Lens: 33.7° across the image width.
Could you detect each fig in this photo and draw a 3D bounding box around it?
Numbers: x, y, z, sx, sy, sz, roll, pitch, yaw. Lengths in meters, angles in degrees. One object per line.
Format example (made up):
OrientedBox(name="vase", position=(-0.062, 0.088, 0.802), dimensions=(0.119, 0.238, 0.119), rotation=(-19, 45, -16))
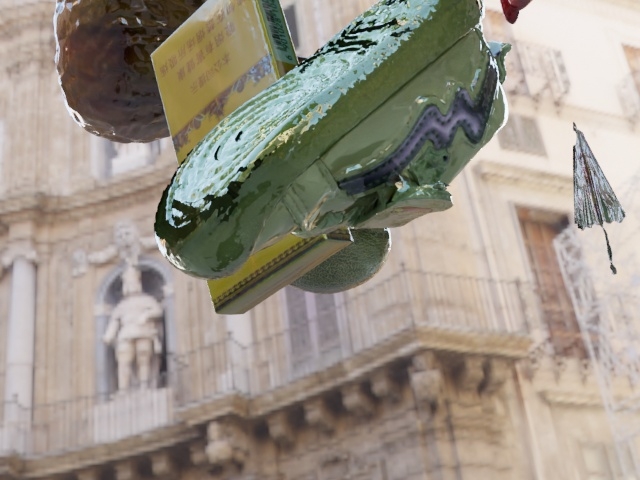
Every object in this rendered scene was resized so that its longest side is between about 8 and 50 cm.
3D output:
OrientedBox(name="fig", position=(-0.172, -0.258, 1.442), dimensions=(0.369, 0.286, 0.286), rotation=(9, -33, -3))

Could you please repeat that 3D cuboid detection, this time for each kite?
OrientedBox(name="kite", position=(0.461, -0.072, 1.777), dimensions=(0.013, 0.267, 0.323), rotation=(-14, -4, 0))

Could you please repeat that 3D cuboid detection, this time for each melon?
OrientedBox(name="melon", position=(0.000, 0.000, 1.340), dimensions=(0.192, 0.139, 0.139), rotation=(1, -32, -27))

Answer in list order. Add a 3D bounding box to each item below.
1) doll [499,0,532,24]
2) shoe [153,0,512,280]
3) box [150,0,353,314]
OrientedBox(name="doll", position=(0.268, -0.348, 1.166), dimensions=(0.188, 0.099, 0.384), rotation=(-1, -16, -24))
OrientedBox(name="shoe", position=(0.020, -0.061, 0.651), dimensions=(0.128, 0.262, 0.140), rotation=(46, -17, -9))
OrientedBox(name="box", position=(-0.068, -0.090, 0.941), dimensions=(0.041, 0.279, 0.153), rotation=(7, -31, -45))
